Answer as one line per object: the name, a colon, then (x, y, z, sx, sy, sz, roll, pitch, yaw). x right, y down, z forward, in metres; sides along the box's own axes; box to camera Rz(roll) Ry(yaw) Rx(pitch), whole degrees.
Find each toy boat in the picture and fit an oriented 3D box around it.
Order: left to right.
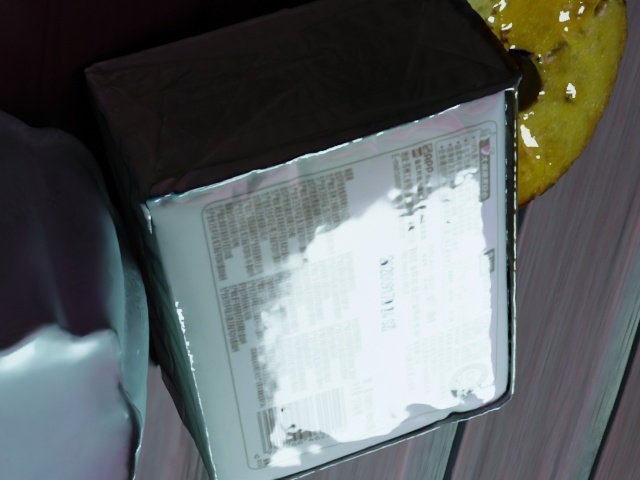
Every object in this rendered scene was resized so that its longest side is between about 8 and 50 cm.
toy boat: (-0.153, 0.091, 0.693, 0.199, 0.100, 0.290, 1, 105, -37)

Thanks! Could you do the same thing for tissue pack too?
tissue pack: (0.000, 0.000, 0.803, 0.185, 0.124, 0.225, -19, 135, -12)

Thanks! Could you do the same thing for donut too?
donut: (0.094, -0.102, 0.934, 0.190, 0.075, 0.174, -14, 128, -41)
